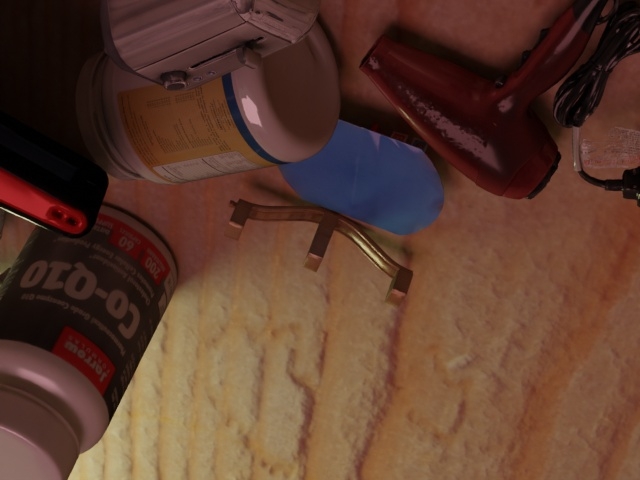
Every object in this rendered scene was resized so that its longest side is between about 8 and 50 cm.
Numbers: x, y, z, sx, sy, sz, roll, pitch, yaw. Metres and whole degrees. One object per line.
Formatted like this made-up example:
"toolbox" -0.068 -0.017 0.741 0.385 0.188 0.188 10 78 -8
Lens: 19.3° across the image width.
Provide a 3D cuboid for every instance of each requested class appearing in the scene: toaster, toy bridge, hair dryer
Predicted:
"toaster" -0.088 -0.237 1.496 0.146 0.227 0.129 -13 162 30
"toy bridge" 0.000 0.000 1.796 0.188 0.063 0.026 23 140 -2
"hair dryer" 0.177 -0.136 1.581 0.293 0.080 0.224 3 120 15

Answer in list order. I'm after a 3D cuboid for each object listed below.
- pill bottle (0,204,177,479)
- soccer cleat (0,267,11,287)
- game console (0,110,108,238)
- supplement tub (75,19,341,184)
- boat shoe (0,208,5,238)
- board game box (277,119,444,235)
"pill bottle" -0.263 0.112 1.872 0.161 0.283 0.161 13 139 12
"soccer cleat" -0.475 0.006 2.009 0.331 0.116 0.143 28 123 -9
"game console" -0.344 -0.113 1.663 0.342 0.060 0.386 25 -175 -7
"supplement tub" -0.099 -0.127 1.643 0.199 0.144 0.144 -9 130 33
"boat shoe" -0.427 -0.062 1.929 0.227 0.079 0.081 22 134 -8
"board game box" 0.039 -0.072 1.727 0.168 0.033 0.133 21 145 11
